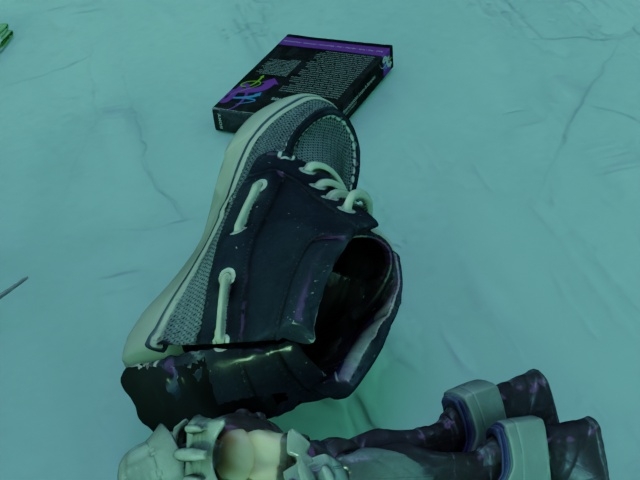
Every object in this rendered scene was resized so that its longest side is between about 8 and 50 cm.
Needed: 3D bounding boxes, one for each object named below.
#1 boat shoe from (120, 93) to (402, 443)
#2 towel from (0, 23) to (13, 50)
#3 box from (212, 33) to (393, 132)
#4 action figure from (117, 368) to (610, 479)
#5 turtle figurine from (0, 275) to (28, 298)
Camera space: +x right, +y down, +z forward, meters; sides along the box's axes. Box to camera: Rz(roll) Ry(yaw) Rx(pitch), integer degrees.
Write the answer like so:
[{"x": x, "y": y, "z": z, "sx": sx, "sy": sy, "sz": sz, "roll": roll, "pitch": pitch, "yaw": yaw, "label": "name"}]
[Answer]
[{"x": 0.000, "y": 0.000, "z": 0.983, "sx": 0.158, "sy": 0.127, "sz": 0.340, "roll": -15, "pitch": 35, "yaw": 34, "label": "boat shoe"}, {"x": -0.398, "y": -0.190, "z": 1.455, "sx": 0.113, "sy": 0.023, "sz": 0.152, "roll": 2, "pitch": 34, "yaw": 11, "label": "towel"}, {"x": -0.014, "y": -0.145, "z": 1.321, "sx": 0.116, "sy": 0.029, "sz": 0.162, "roll": 10, "pitch": 36, "yaw": 24, "label": "box"}, {"x": 0.015, "y": 0.134, "z": 0.795, "sx": 0.285, "sy": 0.099, "sz": 0.185, "roll": -2, "pitch": 2, "yaw": -14, "label": "action figure"}, {"x": -0.352, "y": 0.015, "z": 1.069, "sx": 0.234, "sy": 0.118, "sz": 0.175, "roll": -19, "pitch": 35, "yaw": -8, "label": "turtle figurine"}]
